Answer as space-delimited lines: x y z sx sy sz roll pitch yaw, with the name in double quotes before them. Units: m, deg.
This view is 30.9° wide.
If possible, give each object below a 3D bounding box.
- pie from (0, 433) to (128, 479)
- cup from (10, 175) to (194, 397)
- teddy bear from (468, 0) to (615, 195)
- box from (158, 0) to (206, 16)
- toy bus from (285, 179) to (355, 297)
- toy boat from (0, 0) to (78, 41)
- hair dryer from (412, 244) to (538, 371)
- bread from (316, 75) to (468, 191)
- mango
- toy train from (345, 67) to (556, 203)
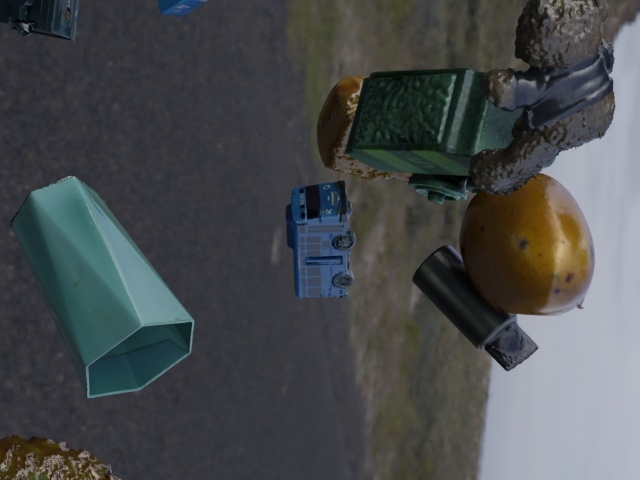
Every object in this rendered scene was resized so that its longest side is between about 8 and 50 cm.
"pie" -0.441 0.422 1.678 0.103 0.355 0.288 123 -26 -54
"cup" -0.261 0.050 1.334 0.235 0.148 0.134 53 0 26
"teddy bear" 0.262 -0.161 1.275 0.182 0.129 0.251 -37 144 -37
"box" -0.159 -0.493 1.669 0.048 0.273 0.264 -1 77 -43
"toy bus" 0.000 0.000 1.809 0.090 0.106 0.184 -92 -179 -46
"toy boat" -0.386 -0.437 1.664 0.122 0.114 0.296 -12 114 -68
"hair dryer" 0.282 0.067 1.695 0.248 0.195 0.078 -29 157 -37
"bread" 0.150 -0.186 1.998 0.132 0.295 0.166 -105 -152 -52
"mango" 0.270 0.006 1.497 0.290 0.160 0.190 -121 -160 -83
"toy train" 0.188 -0.148 1.687 0.238 0.299 0.166 22 78 -41
